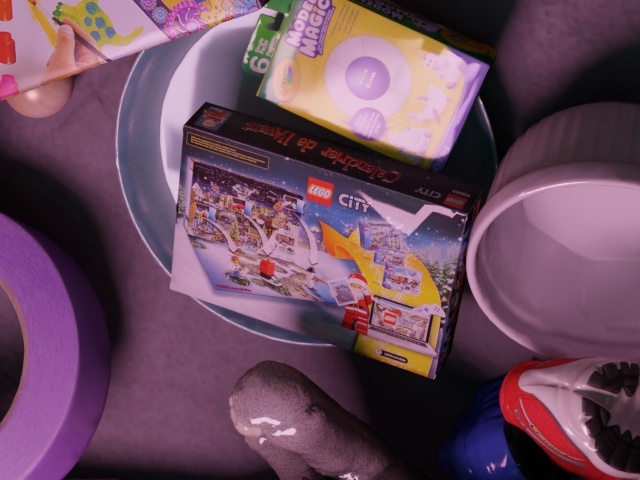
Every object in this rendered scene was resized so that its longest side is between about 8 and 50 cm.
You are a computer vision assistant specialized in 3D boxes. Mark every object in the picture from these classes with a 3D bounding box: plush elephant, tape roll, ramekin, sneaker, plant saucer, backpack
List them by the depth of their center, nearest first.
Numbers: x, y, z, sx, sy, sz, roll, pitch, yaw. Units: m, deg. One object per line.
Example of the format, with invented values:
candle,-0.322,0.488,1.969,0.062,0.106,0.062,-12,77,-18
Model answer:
ramekin,0.217,-0.009,1.269,0.207,0.109,0.207,8,138,7
sneaker,0.238,0.153,1.335,0.118,0.107,0.279,5,157,43
plush elephant,-0.004,0.287,1.352,0.255,0.330,0.272,-44,66,6
plant saucer,-0.011,-0.065,1.378,0.317,0.044,0.317,6,113,13
backpack,0.151,0.180,1.392,0.101,0.120,0.098,-32,102,25
tape roll,-0.321,0.103,1.439,0.275,0.090,0.275,-2,80,11

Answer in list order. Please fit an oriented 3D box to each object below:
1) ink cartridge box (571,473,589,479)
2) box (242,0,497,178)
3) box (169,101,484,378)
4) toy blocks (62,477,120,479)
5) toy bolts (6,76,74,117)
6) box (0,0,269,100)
ink cartridge box,0.279,0.306,1.381,0.237,0.172,0.100,41,116,-3
box,0.031,-0.132,1.291,0.179,0.043,0.105,25,116,6
box,0.000,0.000,1.329,0.233,0.044,0.159,18,125,14
toy blocks,-0.193,0.368,1.556,0.261,0.191,0.381,-2,103,3
toy bolts,-0.319,-0.116,1.402,0.228,0.218,0.158,-46,118,2
box,-0.152,-0.235,1.207,0.279,0.290,0.177,-16,106,21
